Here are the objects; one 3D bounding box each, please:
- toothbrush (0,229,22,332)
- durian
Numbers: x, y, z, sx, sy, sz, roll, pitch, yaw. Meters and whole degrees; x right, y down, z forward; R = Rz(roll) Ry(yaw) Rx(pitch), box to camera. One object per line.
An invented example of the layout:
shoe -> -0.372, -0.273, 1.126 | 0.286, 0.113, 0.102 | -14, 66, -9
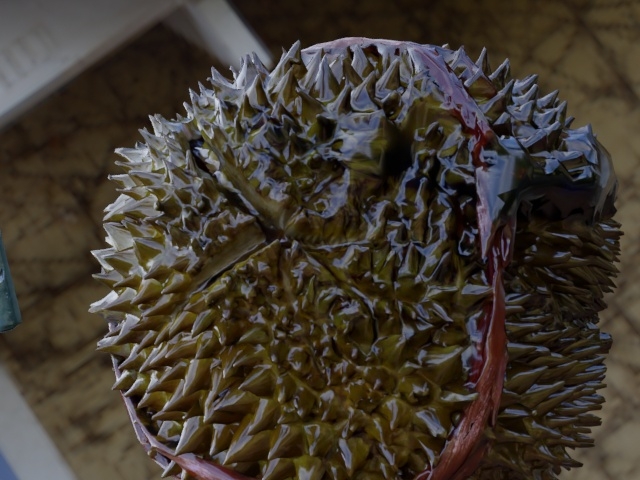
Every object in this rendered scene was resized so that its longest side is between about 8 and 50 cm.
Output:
toothbrush -> -0.113, -0.054, 0.510 | 0.011, 0.167, 0.014 | -10, 6, 22
durian -> 0.032, 0.036, 1.064 | 0.384, 0.348, 0.347 | 19, -48, -30
